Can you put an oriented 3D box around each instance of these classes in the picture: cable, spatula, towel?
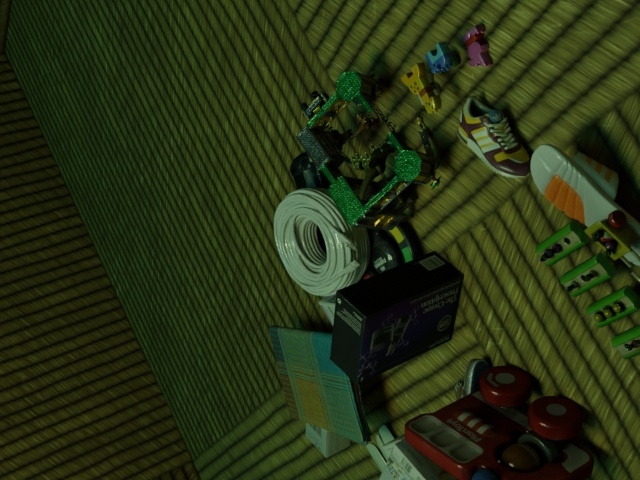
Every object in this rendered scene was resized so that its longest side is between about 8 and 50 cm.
[{"bbox_3d":[0.000,0.000,2.049,0.257,0.089,0.257,57,141,17],"label":"cable"},{"bbox_3d":[0.202,0.592,2.248,0.242,0.019,0.168,57,146,21],"label":"spatula"},{"bbox_3d":[-0.006,0.353,2.263,0.370,0.040,0.272,0,105,59],"label":"towel"}]

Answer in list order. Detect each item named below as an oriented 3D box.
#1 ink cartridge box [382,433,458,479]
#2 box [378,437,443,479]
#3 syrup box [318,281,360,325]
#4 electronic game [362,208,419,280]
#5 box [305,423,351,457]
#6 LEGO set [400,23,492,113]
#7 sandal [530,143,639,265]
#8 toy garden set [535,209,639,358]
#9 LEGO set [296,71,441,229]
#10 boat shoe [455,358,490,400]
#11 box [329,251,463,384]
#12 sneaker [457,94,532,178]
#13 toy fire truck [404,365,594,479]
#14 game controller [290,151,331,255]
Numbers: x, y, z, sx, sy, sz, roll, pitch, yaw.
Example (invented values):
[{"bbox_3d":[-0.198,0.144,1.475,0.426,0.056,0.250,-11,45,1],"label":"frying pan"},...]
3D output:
[{"bbox_3d":[0.259,0.516,1.980,0.093,0.154,0.213,-39,73,55],"label":"ink cartridge box"},{"bbox_3d":[0.190,0.537,1.913,0.145,0.038,0.186,46,136,32],"label":"box"},{"bbox_3d":[0.092,0.160,2.043,0.096,0.093,0.237,59,163,-13],"label":"syrup box"},{"bbox_3d":[0.145,0.038,1.992,0.229,0.048,0.229,34,133,44],"label":"electronic game"},{"bbox_3d":[0.022,0.508,2.416,0.101,0.087,0.102,37,137,44],"label":"box"},{"bbox_3d":[0.222,-0.293,1.644,0.227,0.087,0.093,-36,76,59],"label":"LEGO set"},{"bbox_3d":[0.452,-0.065,1.434,0.265,0.076,0.102,43,154,4],"label":"sandal"},{"bbox_3d":[0.468,0.075,1.430,0.244,0.049,0.204,51,152,6],"label":"toy garden set"},{"bbox_3d":[0.118,-0.176,1.845,0.331,0.192,0.255,49,114,26],"label":"LEGO set"},{"bbox_3d":[0.314,0.320,1.867,0.066,0.066,0.183,29,131,49],"label":"boat shoe"},{"bbox_3d":[0.155,0.158,1.835,0.103,0.261,0.184,42,140,38],"label":"box"},{"bbox_3d":[0.312,-0.183,1.580,0.185,0.069,0.084,44,146,35],"label":"sneaker"},{"bbox_3d":[0.340,0.388,1.682,0.302,0.253,0.170,31,132,47],"label":"toy fire truck"},{"bbox_3d":[0.009,-0.060,2.156,0.166,0.067,0.319,178,75,-73],"label":"game controller"}]
